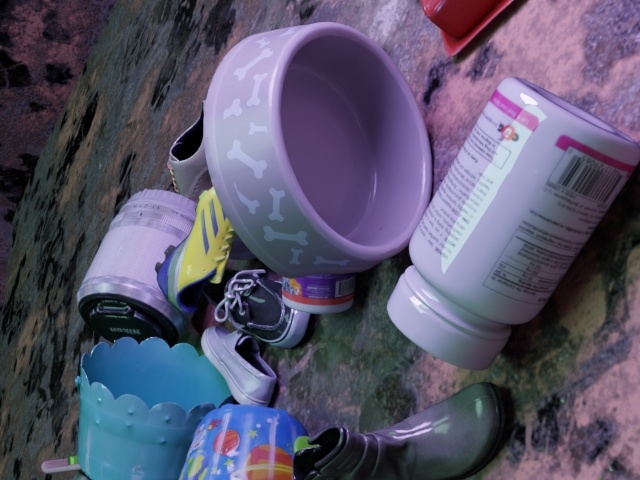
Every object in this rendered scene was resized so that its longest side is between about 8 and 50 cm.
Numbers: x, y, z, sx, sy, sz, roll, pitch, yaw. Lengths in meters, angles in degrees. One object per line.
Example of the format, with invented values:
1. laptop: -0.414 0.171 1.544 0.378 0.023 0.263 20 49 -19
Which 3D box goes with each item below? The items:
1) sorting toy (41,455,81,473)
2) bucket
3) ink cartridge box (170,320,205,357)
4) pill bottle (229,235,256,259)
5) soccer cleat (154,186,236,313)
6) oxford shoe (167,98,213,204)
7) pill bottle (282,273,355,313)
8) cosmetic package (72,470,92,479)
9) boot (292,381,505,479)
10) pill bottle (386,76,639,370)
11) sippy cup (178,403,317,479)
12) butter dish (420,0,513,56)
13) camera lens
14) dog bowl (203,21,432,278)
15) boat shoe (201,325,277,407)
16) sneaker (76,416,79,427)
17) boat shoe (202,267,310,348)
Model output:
1. sorting toy: -0.388 0.413 1.556 0.208 0.193 0.038 -10 77 31
2. bucket: -0.290 0.303 1.432 0.281 0.281 0.183 37 117 59
3. ink cartridge box: -0.296 0.260 1.677 0.171 0.056 0.235 -67 28 11
4. pill bottle: -0.150 -0.064 1.529 0.108 0.108 0.180 -27 54 52
5. soccer cleat: -0.180 0.005 1.400 0.121 0.093 0.289 51 120 25
6. oxford shoe: -0.264 -0.149 1.721 0.397 0.146 0.140 -55 37 34
7. pill bottle: 0.000 0.000 1.193 0.108 0.108 0.194 27 118 60
8. cosmetic package: -0.359 0.523 1.424 0.155 0.197 0.365 -63 16 -18
9. boot: 0.082 0.235 0.935 0.246 0.161 0.083 -48 39 37
10. pill bottle: 0.193 -0.014 0.870 0.283 0.160 0.160 -62 32 20
11. sippy cup: -0.107 0.362 1.156 0.305 0.240 0.224 -9 49 17
12. butter dish: 0.179 -0.362 1.106 0.160 0.118 0.160 -40 44 44
13. camera lens: -0.338 0.065 1.626 0.219 0.219 0.274 -36 30 47
14. dog bowl: 0.017 -0.119 1.061 0.102 0.348 0.349 -13 65 42
15. boat shoe: -0.134 0.200 1.416 0.081 0.079 0.227 -59 38 11
16. sneaker: -0.537 0.432 1.955 0.234 0.097 0.084 -42 42 43
17. boat shoe: -0.122 0.100 1.404 0.306 0.104 0.113 29 101 60
